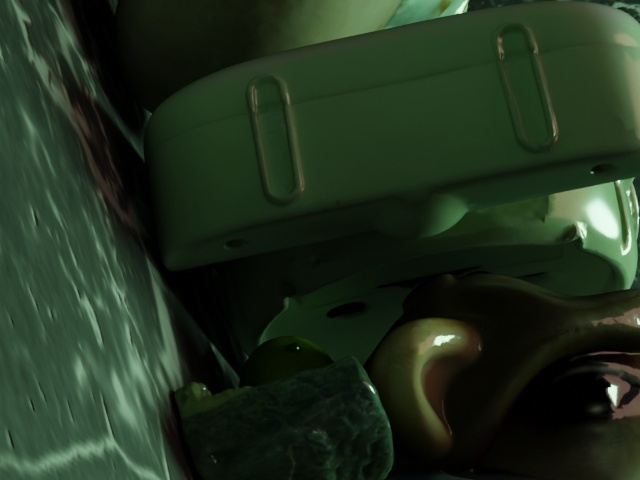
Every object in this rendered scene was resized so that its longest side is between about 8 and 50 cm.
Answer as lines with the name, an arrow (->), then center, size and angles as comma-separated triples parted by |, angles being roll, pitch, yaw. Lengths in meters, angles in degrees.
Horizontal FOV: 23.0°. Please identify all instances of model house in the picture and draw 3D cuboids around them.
model house -> -0.011, 0.085, 0.683 | 0.078, 0.083, 0.066 | 64, 4, -48

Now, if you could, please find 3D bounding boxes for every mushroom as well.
mushroom -> -0.040, -0.172, 0.878 | 0.209, 0.206, 0.206 | 63, 4, -12

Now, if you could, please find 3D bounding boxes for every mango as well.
mango -> -0.010, 0.104, 0.830 | 0.073, 0.056, 0.108 | -69, 142, -76

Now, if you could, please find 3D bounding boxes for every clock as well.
clock -> 0.059, -0.003, 0.884 | 0.324, 0.265, 0.108 | 68, 10, -66

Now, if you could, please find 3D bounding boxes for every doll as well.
doll -> 0.122, 0.179, 0.760 | 0.318, 0.209, 0.339 | 66, 15, -70

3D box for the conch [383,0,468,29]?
conch -> -0.010, -0.208, 1.079 | 0.319, 0.303, 0.215 | 19, 40, -34
